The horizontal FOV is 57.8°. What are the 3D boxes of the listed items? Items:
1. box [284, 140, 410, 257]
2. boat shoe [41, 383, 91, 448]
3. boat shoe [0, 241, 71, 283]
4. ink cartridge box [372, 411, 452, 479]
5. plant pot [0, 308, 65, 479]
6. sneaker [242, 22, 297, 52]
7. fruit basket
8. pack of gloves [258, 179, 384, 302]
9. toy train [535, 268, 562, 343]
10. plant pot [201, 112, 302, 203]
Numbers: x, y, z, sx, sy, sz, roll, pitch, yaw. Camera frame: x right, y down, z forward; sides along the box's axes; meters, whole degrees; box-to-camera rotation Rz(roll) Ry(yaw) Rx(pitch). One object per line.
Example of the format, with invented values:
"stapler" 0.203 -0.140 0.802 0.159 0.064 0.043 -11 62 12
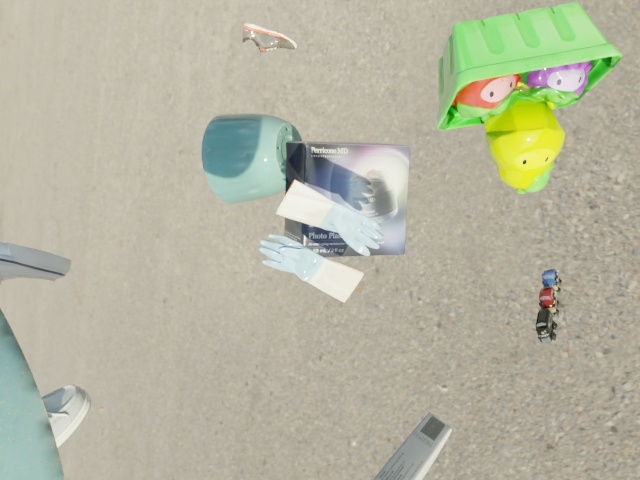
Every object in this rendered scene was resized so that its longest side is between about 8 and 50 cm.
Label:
"box" 0.065 -0.113 1.539 0.182 0.296 0.294 -156 66 -69
"boat shoe" -0.589 0.366 1.078 0.118 0.320 0.103 30 143 52
"boat shoe" -0.426 0.033 0.699 0.083 0.226 0.076 -3 76 59
"ink cartridge box" 0.125 0.467 1.045 0.060 0.275 0.239 32 113 21
"plant pot" -0.360 0.180 0.464 0.290 0.195 0.291 16 114 41
"sneaker" -0.143 -0.545 1.598 0.061 0.157 0.065 -125 51 -69
"fruit basket" 0.460 -0.303 1.315 0.283 0.391 0.392 96 168 -77
"pack of gloves" 0.000 0.000 1.196 0.195 0.232 0.046 -57 17 22
"toy train" 0.338 0.090 0.862 0.027 0.158 0.036 -20 112 35
"plant pot" -0.192 -0.267 1.832 0.235 0.293 0.293 -2 87 28
